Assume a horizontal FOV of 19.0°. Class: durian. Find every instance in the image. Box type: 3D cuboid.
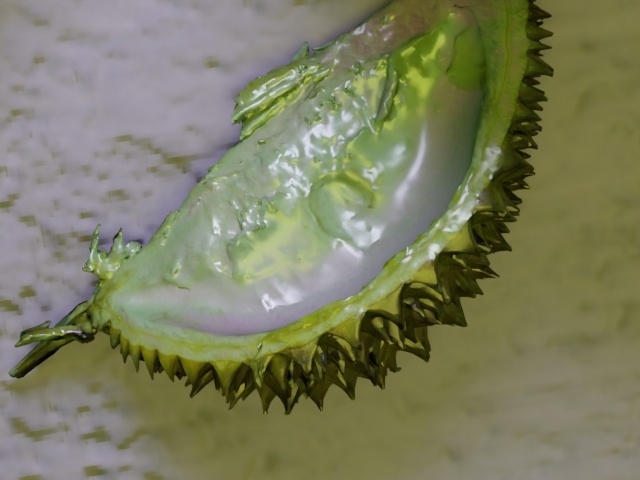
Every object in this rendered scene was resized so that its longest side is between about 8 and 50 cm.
[{"bbox_3d":[0.000,0.000,0.610,0.215,0.086,0.100,-41,72,3],"label":"durian"}]
